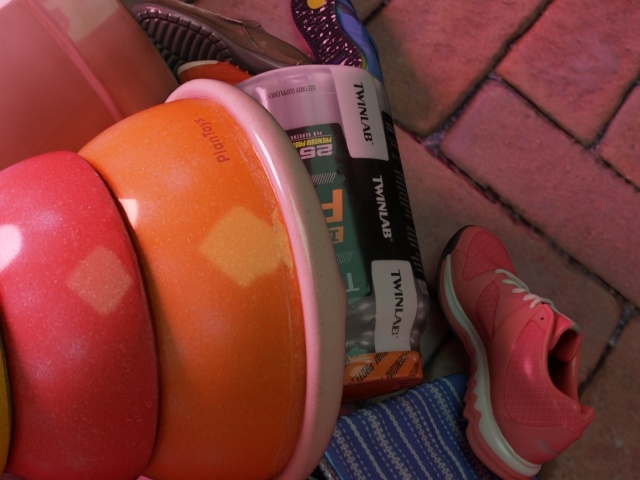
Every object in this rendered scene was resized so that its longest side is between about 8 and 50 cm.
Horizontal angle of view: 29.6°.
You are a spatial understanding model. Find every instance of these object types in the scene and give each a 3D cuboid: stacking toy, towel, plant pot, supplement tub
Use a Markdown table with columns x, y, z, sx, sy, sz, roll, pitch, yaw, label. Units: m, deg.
| x | y | z | sx | sy | sz | roll | pitch | yaw | label |
| --- | --- | --- | --- | --- | --- | --- | --- | --- | --- |
| -0.252 | 0.069 | 0.919 | 0.479 | 0.350 | 0.351 | -9 | 67 | -26 | stacking toy |
| 0.136 | 0.252 | 1.175 | 0.243 | 0.040 | 0.336 | 57 | 27 | 14 | towel |
| -0.325 | -0.119 | 1.161 | 0.280 | 0.323 | 0.323 | -41 | 83 | -15 | plant pot |
| 0.000 | 0.000 | 1.214 | 0.193 | 0.193 | 0.316 | -5 | 74 | -23 | supplement tub |

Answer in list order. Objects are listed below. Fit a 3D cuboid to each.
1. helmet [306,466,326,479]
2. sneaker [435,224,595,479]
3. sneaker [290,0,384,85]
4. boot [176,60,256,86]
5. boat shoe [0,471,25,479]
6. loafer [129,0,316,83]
| x | y | z | sx | sy | sz | roll | pitch | yaw | label |
| --- | --- | --- | --- | --- | --- | --- | --- | --- | --- |
| -0.040 | 0.243 | 1.139 | 0.161 | 0.169 | 0.169 | 22 | 57 | -26 | helmet |
| 0.220 | 0.100 | 1.293 | 0.116 | 0.136 | 0.314 | 27 | 41 | -36 | sneaker |
| 0.024 | -0.252 | 1.488 | 0.082 | 0.069 | 0.209 | 24 | 37 | -51 | sneaker |
| -0.082 | -0.168 | 1.340 | 0.157 | 0.059 | 0.085 | -5 | 58 | -22 | boot |
| -0.307 | 0.196 | 1.001 | 0.258 | 0.095 | 0.084 | 18 | 28 | -20 | boat shoe |
| -0.108 | -0.212 | 1.404 | 0.251 | 0.094 | 0.087 | 23 | 33 | -19 | loafer |
